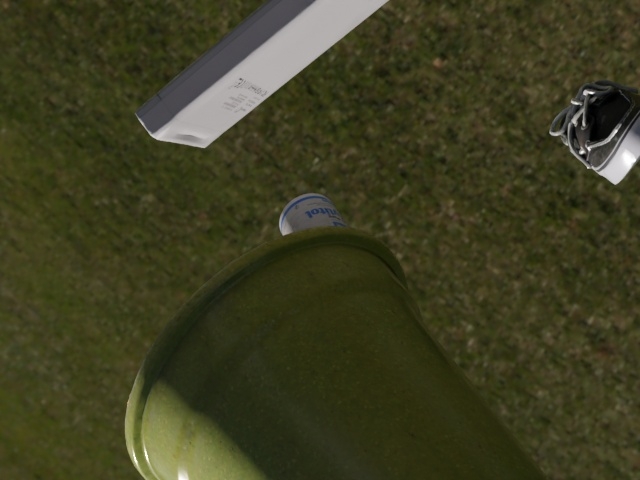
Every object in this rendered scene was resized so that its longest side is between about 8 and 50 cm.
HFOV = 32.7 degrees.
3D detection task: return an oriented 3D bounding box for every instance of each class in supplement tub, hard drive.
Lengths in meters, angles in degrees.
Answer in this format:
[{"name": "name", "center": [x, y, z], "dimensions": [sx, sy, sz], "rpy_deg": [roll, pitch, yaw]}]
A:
[{"name": "supplement tub", "center": [0.000, 0.000, 1.224], "dimensions": [0.071, 0.071, 0.107], "rpy_deg": [62, 177, -36]}, {"name": "hard drive", "center": [-0.042, -0.240, 1.299], "dimensions": [0.047, 0.353, 0.233], "rpy_deg": [53, -172, 4]}]

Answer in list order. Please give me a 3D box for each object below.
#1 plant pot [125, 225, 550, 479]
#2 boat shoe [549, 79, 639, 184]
[{"name": "plant pot", "center": [0.032, 0.171, 0.832], "dimensions": [0.254, 0.276, 0.276], "rpy_deg": [43, 159, 39]}, {"name": "boat shoe", "center": [0.353, -0.146, 1.361], "dimensions": [0.105, 0.113, 0.306], "rpy_deg": [36, -169, 2]}]
